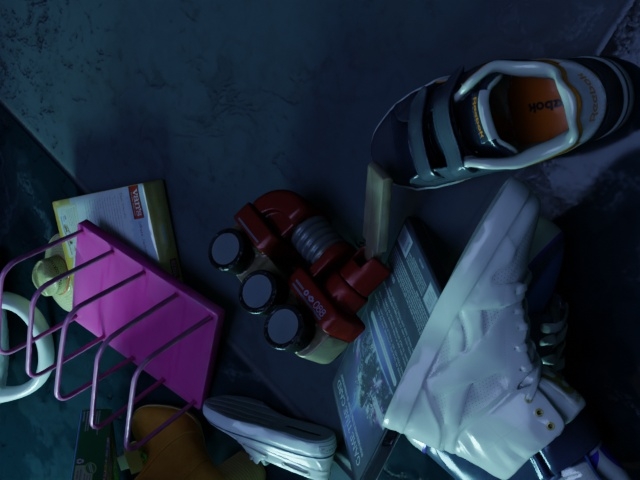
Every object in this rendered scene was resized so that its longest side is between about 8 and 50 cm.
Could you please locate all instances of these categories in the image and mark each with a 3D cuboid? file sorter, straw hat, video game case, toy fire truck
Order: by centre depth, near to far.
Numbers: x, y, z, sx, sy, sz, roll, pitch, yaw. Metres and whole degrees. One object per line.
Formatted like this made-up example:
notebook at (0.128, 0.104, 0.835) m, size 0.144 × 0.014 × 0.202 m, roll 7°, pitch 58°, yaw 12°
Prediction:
video game case at (0.083, 0.134, 1.048) m, size 0.196 × 0.026 × 0.274 m, roll -105°, pitch 32°, yaw -58°
toy fire truck at (0.000, 0.000, 1.086) m, size 0.246 × 0.158 × 0.217 m, roll -45°, pitch 58°, yaw 9°
file sorter at (-0.325, 0.146, 1.308) m, size 0.291 × 0.182 × 0.202 m, roll 31°, pitch 127°, yaw 21°
straw hat at (-0.473, 0.063, 1.530) m, size 0.145 × 0.061 × 0.144 m, roll 9°, pitch 104°, yaw 37°

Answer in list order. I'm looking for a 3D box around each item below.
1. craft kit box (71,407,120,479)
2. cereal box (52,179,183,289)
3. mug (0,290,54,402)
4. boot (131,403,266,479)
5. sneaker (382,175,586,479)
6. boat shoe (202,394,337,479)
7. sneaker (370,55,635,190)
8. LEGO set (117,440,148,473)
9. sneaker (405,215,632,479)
craft kit box at (-0.354, 0.441, 1.375) m, size 0.249 × 0.061 × 0.246 m, roll -106°, pitch 18°, yaw -59°
cereal box at (-0.333, 0.002, 1.413) m, size 0.240 × 0.047 × 0.172 m, roll -6°, pitch 97°, yaw 38°
mug at (-0.679, 0.196, 1.617) m, size 0.375 × 0.276 × 0.327 m, roll -2°, pitch 106°, yaw 8°
boot at (-0.250, 0.356, 1.311) m, size 0.295 × 0.211 × 0.104 m, roll 15°, pitch 117°, yaw 35°
sneaker at (0.189, 0.094, 0.838) m, size 0.169 × 0.108 × 0.292 m, roll 26°, pitch 115°, yaw 12°
boat shoe at (-0.081, 0.289, 1.250) m, size 0.226 × 0.083 × 0.075 m, roll 13°, pitch 106°, yaw 35°
sneaker at (0.162, -0.128, 0.943) m, size 0.321 × 0.128 × 0.126 m, roll -15°, pitch 92°, yaw 41°
LEGO set at (-0.256, 0.467, 1.418) m, size 0.107 × 0.132 × 0.286 m, roll -19°, pitch 58°, yaw 23°
sneaker at (0.255, 0.161, 0.943) m, size 0.236 × 0.130 × 0.322 m, roll 32°, pitch 113°, yaw 18°
